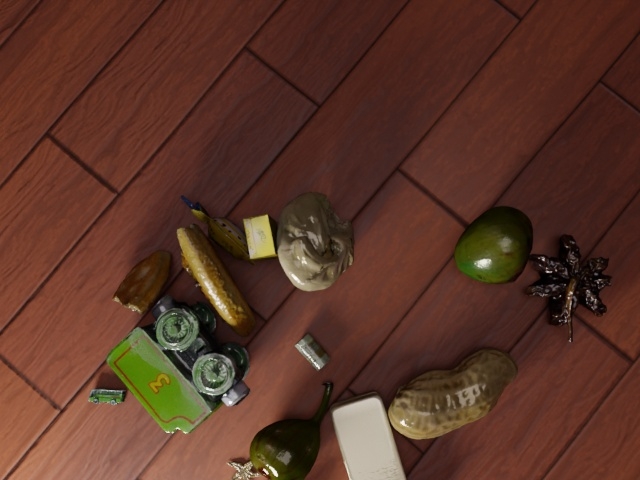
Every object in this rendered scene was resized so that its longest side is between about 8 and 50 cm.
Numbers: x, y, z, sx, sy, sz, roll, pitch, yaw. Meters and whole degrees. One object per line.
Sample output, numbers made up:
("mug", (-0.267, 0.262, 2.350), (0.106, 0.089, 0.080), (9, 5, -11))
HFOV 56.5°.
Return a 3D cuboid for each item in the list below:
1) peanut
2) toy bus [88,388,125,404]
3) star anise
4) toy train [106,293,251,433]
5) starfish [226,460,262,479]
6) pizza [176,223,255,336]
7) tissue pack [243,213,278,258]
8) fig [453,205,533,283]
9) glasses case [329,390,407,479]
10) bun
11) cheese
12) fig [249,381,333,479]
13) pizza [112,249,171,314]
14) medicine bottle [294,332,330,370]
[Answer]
("peanut", (0.311, 0.355, 1.391), (0.325, 0.140, 0.153), (-28, 43, -8))
("toy bus", (-0.525, 0.383, 1.464), (0.083, 0.031, 0.037), (3, 79, 2))
("star anise", (0.596, 0.098, 1.408), (0.190, 0.126, 0.220), (-40, 83, -5))
("toy train", (-0.321, 0.295, 1.399), (0.249, 0.173, 0.307), (-43, 86, 4))
("starfish", (-0.186, 0.559, 1.448), (0.086, 0.016, 0.092), (44, 93, 3))
("pizza", (-0.236, 0.100, 1.357), (0.087, 0.268, 0.258), (-33, 81, -10))
("tissue pack", (-0.133, -0.004, 1.408), (0.062, 0.176, 0.095), (-11, 85, 0))
("fig", (0.408, 0.016, 1.398), (0.191, 0.181, 0.181), (-20, 85, 22))
("glasses case", (0.125, 0.527, 1.413), (0.131, 0.070, 0.313), (-18, 85, 1))
("bun", (0.000, 0.000, 1.390), (0.116, 0.210, 0.237), (-8, 78, 43))
("cheese", (-0.245, -0.028, 1.433), (0.250, 0.156, 0.064), (38, 79, 19))
("fig", (-0.045, 0.461, 1.419), (0.151, 0.151, 0.259), (46, 61, 4))
("pizza", (-0.440, 0.118, 1.445), (0.161, 0.182, 0.062), (-21, 128, 17))
("medicine bottle", (-0.019, 0.271, 1.449), (0.047, 0.047, 0.083), (-42, 86, -2))
